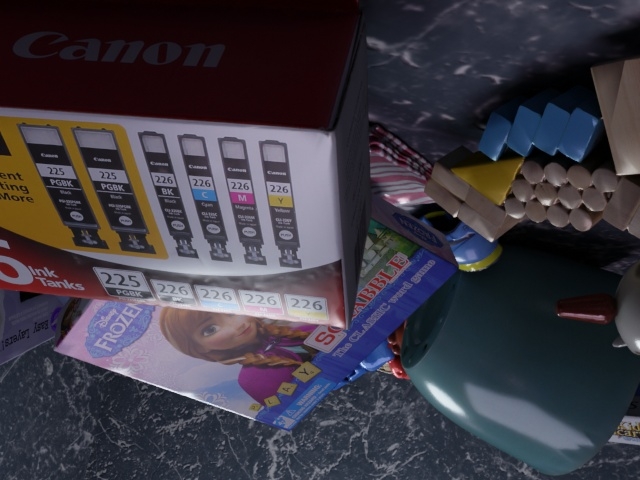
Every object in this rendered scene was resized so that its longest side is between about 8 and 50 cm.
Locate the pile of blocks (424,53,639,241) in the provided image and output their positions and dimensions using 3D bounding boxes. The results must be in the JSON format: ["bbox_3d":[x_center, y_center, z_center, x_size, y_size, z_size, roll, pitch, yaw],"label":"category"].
[{"bbox_3d":[0.242,-0.080,0.553,0.112,0.149,0.362,-32,-158,-33],"label":"pile of blocks"}]

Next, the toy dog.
[{"bbox_3d":[0.324,0.048,0.682,0.160,0.220,0.333,5,173,26],"label":"toy dog"}]

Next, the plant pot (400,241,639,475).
[{"bbox_3d":[0.251,0.137,0.974,0.235,0.293,0.293,23,163,-6],"label":"plant pot"}]

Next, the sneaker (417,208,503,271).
[{"bbox_3d":[0.142,-0.010,0.923,0.082,0.069,0.209,53,156,-20],"label":"sneaker"}]

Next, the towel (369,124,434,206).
[{"bbox_3d":[0.053,-0.070,0.791,0.144,0.029,0.197,-2,161,39],"label":"towel"}]

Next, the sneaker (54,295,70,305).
[{"bbox_3d":[-0.202,-0.057,0.810,0.322,0.130,0.236,-27,118,0],"label":"sneaker"}]

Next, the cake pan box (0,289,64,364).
[{"bbox_3d":[-0.402,0.027,0.852,0.070,0.246,0.267,7,-169,13],"label":"cake pan box"}]

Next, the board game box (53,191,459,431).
[{"bbox_3d":[-0.069,0.055,0.780,0.317,0.066,0.319,27,118,-29],"label":"board game box"}]

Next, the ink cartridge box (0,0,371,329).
[{"bbox_3d":[-0.126,-0.078,0.503,0.309,0.130,0.272,5,140,10],"label":"ink cartridge box"}]

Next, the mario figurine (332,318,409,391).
[{"bbox_3d":[0.140,0.215,1.517,0.320,0.170,0.198,-21,134,20],"label":"mario figurine"}]

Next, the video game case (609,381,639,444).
[{"bbox_3d":[0.479,0.186,1.073,0.244,0.269,0.061,-10,118,53],"label":"video game case"}]

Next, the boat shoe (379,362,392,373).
[{"bbox_3d":[0.168,0.273,1.704,0.109,0.098,0.302,19,-170,38],"label":"boat shoe"}]
